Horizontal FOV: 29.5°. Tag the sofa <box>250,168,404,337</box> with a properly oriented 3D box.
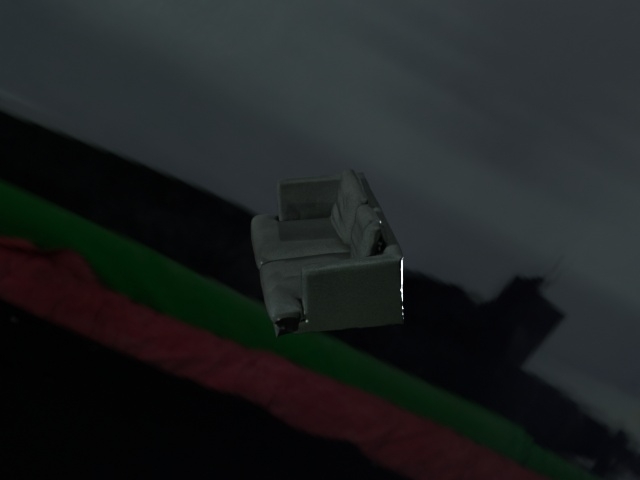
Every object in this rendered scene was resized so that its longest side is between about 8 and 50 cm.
[{"bbox_3d":[0.000,0.000,0.778,0.085,0.060,0.147,-6,-155,-5],"label":"sofa"}]
